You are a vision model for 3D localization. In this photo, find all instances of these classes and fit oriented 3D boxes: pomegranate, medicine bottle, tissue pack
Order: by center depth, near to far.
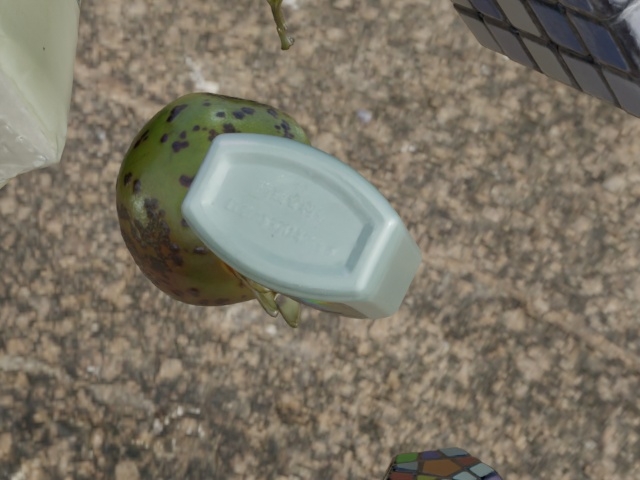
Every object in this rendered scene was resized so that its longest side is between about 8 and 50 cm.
[{"bbox_3d":[0.000,0.000,0.715,0.121,0.229,0.083,25,88,11],"label":"medicine bottle"},{"bbox_3d":[-0.071,-0.019,1.025,0.246,0.198,0.198,41,57,20],"label":"pomegranate"},{"bbox_3d":[-0.398,-0.251,1.165,0.207,0.297,0.380,-22,40,11],"label":"tissue pack"}]

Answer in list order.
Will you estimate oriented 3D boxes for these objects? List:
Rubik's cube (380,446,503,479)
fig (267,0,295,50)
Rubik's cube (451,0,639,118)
[{"bbox_3d":[0.087,0.214,0.823,0.111,0.133,0.133,25,53,6],"label":"Rubik's cube"},{"bbox_3d":[-0.052,-0.354,1.458,0.160,0.231,0.143,-31,22,-34],"label":"fig"},{"bbox_3d":[0.220,-0.303,0.838,0.292,0.293,0.287,-45,33,-1],"label":"Rubik's cube"}]
